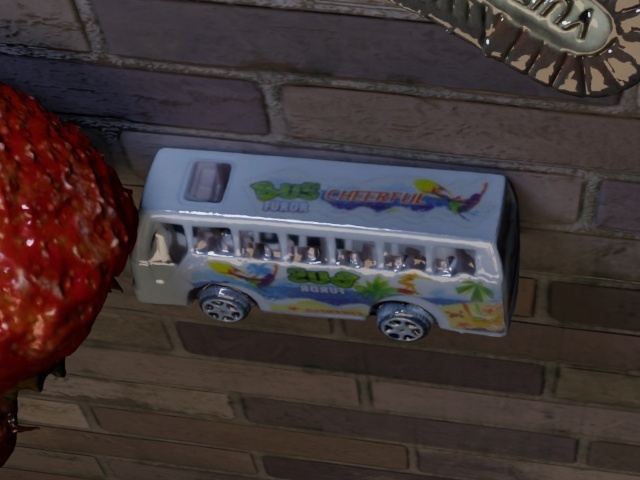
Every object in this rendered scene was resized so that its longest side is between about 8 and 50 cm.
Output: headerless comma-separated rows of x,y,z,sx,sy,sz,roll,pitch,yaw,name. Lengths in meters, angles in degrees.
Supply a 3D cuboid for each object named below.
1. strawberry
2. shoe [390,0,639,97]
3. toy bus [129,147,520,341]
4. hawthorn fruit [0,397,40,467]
-0.279,-0.026,1.330,0.257,0.257,0.277,-5,126,28,strawberry
0.068,-0.200,0.953,0.293,0.149,0.109,34,120,-8,shoe
0.000,0.000,1.419,0.329,0.109,0.136,5,145,11,toy bus
-0.412,0.205,1.926,0.235,0.181,0.181,-9,149,25,hawthorn fruit
